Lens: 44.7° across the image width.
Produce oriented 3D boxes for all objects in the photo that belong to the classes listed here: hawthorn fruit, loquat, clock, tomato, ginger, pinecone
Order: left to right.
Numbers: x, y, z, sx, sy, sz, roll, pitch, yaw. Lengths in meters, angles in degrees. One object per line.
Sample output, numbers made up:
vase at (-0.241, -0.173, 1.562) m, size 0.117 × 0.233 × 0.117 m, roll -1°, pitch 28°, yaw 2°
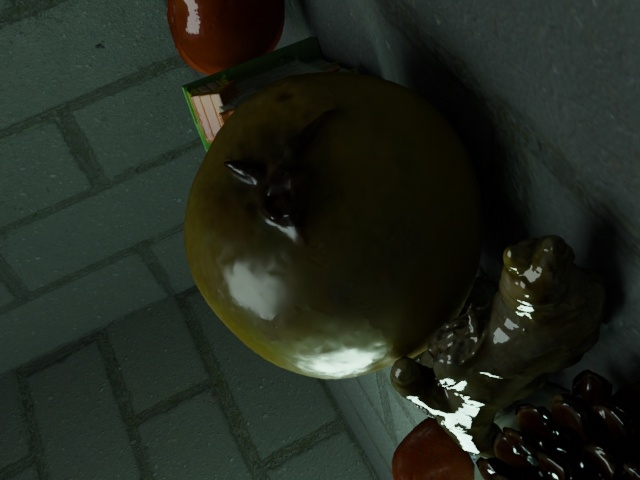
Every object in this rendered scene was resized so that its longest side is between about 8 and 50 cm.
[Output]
tomato at (-0.149, -0.383, 1.180) m, size 0.260 × 0.179 × 0.260 m, roll 167°, pitch 90°, yaw -82°
clock at (-0.050, -0.183, 1.071) m, size 0.255 × 0.219 × 0.106 m, roll 44°, pitch 156°, yaw 62°
loquat at (0.021, -0.007, 0.862) m, size 0.329 × 0.328 × 0.359 m, roll 60°, pitch -167°, yaw 25°
hawthorn fruit at (0.202, 0.364, 1.228) m, size 0.189 × 0.189 × 0.189 m, roll 61°, pitch 170°, yaw 19°
ginger at (0.164, 0.103, 0.731) m, size 0.333 × 0.166 × 0.080 m, roll 116°, pitch 165°, yaw -49°
pinecone at (0.227, 0.225, 0.657) m, size 0.222 × 0.221 × 0.221 m, roll 61°, pitch 170°, yaw 19°

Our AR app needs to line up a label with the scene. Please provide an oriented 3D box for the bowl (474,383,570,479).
bowl at (0.265, 0.317, 0.880) m, size 0.277 × 0.145 × 0.277 m, roll 60°, pitch 167°, yaw 23°

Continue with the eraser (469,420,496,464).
eraser at (0.223, 0.237, 1.115) m, size 0.210 × 0.067 × 0.124 m, roll 63°, pitch 171°, yaw 16°

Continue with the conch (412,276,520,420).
conch at (0.176, 0.141, 0.951) m, size 0.162 × 0.178 × 0.245 m, roll 19°, pitch 159°, yaw 17°
